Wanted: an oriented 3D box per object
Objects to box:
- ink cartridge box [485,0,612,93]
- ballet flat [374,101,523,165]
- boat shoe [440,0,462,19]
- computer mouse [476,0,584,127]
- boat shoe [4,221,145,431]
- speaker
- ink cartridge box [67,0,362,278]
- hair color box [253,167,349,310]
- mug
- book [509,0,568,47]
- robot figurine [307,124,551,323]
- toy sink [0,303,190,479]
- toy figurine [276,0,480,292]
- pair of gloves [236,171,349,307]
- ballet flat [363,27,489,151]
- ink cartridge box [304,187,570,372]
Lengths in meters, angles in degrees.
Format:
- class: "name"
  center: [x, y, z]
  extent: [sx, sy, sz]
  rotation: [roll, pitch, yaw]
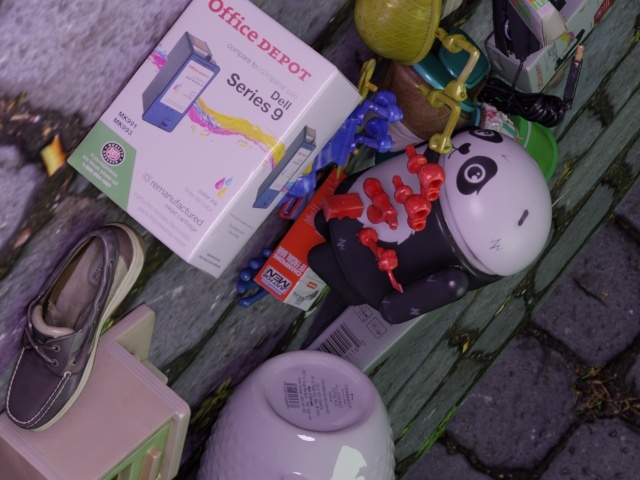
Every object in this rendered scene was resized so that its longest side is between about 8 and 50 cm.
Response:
- class: "ink cartridge box"
  center: [0.309, -0.291, 2.192]
  extent: [0.175, 0.072, 0.127]
  rotation: [-51, 163, -2]
- class: "ballet flat"
  center: [0.156, -0.105, 1.987]
  extent: [0.241, 0.077, 0.091]
  rotation: [-13, -121, 59]
- class: "boat shoe"
  center: [0.089, -0.271, 1.635]
  extent: [0.092, 0.103, 0.285]
  rotation: [-52, 170, -8]
- class: "computer mouse"
  center: [0.251, -0.263, 1.917]
  extent: [0.060, 0.184, 0.262]
  rotation: [7, 105, -30]
- class: "boat shoe"
  center: [-0.247, 0.080, 1.546]
  extent: [0.223, 0.080, 0.073]
  rotation: [-60, 156, 9]
- class: "speaker"
  center: [0.253, -0.136, 2.279]
  extent: [0.131, 0.131, 0.296]
  rotation: [-53, 163, 5]
- class: "ink cartridge box"
  center: [-0.091, -0.099, 1.431]
  extent: [0.212, 0.154, 0.093]
  rotation: [-50, 161, 0]
- class: "hair color box"
  center: [0.000, 0.000, 1.967]
  extent: [0.167, 0.053, 0.093]
  rotation: [-55, 161, 2]
- class: "mug"
  center: [-0.037, 0.353, 2.204]
  extent: [0.374, 0.276, 0.328]
  rotation: [-79, -179, -52]
- class: "book"
  center: [0.219, -0.294, 1.836]
  extent: [0.035, 0.144, 0.096]
  rotation: [-36, 163, 4]
- class: "robot figurine"
  center: [0.120, -0.020, 1.818]
  extent: [0.278, 0.209, 0.173]
  rotation: [-20, 170, 32]
- class: "toy sink"
  center: [-0.227, 0.208, 1.750]
  extent: [0.234, 0.131, 0.153]
  rotation: [-39, 160, -35]
- class: "toy figurine"
  center: [-0.012, -0.103, 1.583]
  extent: [0.217, 0.191, 0.362]
  rotation: [-8, 143, -20]
- class: "pair of gloves"
  center: [-0.035, -0.002, 1.998]
  extent: [0.198, 0.023, 0.159]
  rotation: [-57, 160, 14]
- class: "ballet flat"
  center: [0.110, -0.164, 1.848]
  extent: [0.124, 0.116, 0.342]
  rotation: [-41, -176, 18]
- class: "ink cartridge box"
  center: [0.173, 0.048, 2.414]
  extent: [0.385, 0.091, 0.308]
  rotation: [-36, 171, -47]
